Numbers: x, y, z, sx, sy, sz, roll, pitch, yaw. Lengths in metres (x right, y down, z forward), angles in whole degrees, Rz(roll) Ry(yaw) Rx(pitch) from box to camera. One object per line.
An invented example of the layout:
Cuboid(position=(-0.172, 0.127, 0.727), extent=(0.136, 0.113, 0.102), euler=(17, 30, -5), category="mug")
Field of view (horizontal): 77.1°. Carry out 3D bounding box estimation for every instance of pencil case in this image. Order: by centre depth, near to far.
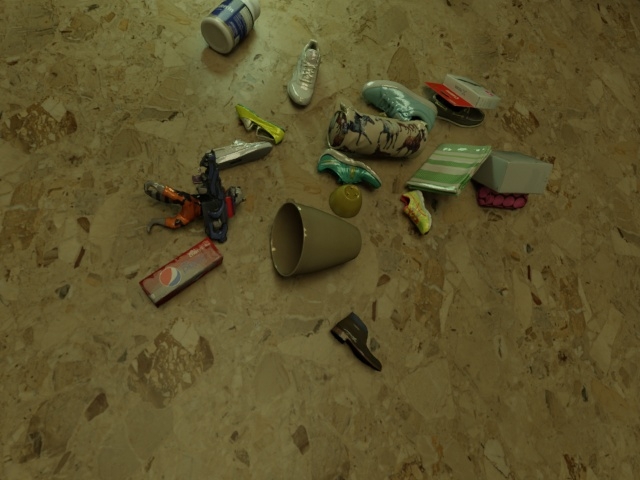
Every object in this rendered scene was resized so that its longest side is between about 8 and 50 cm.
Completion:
Cuboid(position=(0.243, -0.441, 1.659), extent=(0.411, 0.183, 0.159), euler=(1, 44, -22), category="pencil case")
Cuboid(position=(0.805, -0.195, 1.774), extent=(0.210, 0.098, 0.095), euler=(1, 70, -13), category="pencil case")

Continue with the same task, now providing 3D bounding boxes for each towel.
Cuboid(position=(0.540, -0.310, 1.697), extent=(0.248, 0.038, 0.325), euler=(17, 54, 41), category="towel")

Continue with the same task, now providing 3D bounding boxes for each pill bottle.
Cuboid(position=(-0.378, -0.944, 1.726), extent=(0.153, 0.153, 0.264), euler=(31, 64, -1), category="pill bottle")

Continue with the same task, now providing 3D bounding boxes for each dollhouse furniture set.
Cuboid(position=(-0.418, -0.212, 1.471), extent=(0.091, 0.081, 0.114), euler=(-9, 72, -18), category="dollhouse furniture set")

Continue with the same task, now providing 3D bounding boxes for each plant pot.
Cuboid(position=(0.000, 0.000, 1.430), extent=(0.274, 0.256, 0.256), euler=(3, 68, -31), category="plant pot")
Cuboid(position=(0.111, -0.168, 1.584), extent=(0.134, 0.095, 0.134), euler=(5, 69, -13), category="plant pot")

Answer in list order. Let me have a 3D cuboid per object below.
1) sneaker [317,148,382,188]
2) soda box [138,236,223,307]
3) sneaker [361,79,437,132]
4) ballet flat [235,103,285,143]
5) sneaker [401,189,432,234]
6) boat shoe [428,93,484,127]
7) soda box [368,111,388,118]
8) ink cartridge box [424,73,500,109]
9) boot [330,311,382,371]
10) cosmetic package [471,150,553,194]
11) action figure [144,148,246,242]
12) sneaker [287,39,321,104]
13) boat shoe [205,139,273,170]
Cuboid(position=(0.118, -0.270, 1.639), extent=(0.275, 0.107, 0.109), euler=(24, 81, 3), category="sneaker")
Cuboid(position=(-0.457, 0.104, 1.338), extent=(0.263, 0.083, 0.092), euler=(-37, 83, -24), category="soda box")
Cuboid(position=(0.351, -0.588, 1.789), extent=(0.366, 0.135, 0.150), euler=(18, 63, -6), category="sneaker")
Cuboid(position=(-0.255, -0.464, 1.620), extent=(0.231, 0.077, 0.077), euler=(29, 82, -4), category="ballet flat")
Cuboid(position=(0.386, -0.112, 1.648), extent=(0.094, 0.081, 0.208), euler=(-5, 59, -16), category="sneaker")
Cuboid(position=(0.646, -0.616, 1.899), extent=(0.305, 0.091, 0.109), euler=(10, 67, -11), category="boat shoe")
Cuboid(position=(0.207, -0.510, 1.762), extent=(0.182, 0.058, 0.061), euler=(-15, 74, -19), category="soda box")
Cuboid(position=(0.655, -0.700, 1.874), extent=(0.239, 0.060, 0.275), euler=(-2, 42, -24), category="ink cartridge box")
Cuboid(position=(0.150, 0.351, 1.402), extent=(0.219, 0.082, 0.106), euler=(42, 68, 6), category="boot")
Cuboid(position=(0.814, -0.299, 1.735), extent=(0.225, 0.138, 0.224), euler=(-2, 26, -15), category="cosmetic package")
Cuboid(position=(-0.424, -0.166, 1.377), extent=(0.331, 0.341, 0.178), euler=(-4, 32, -23), category="action figure")
Cuboid(position=(-0.067, -0.725, 1.723), extent=(0.114, 0.152, 0.304), euler=(12, 68, -12), category="sneaker")
Cuboid(position=(-0.312, -0.346, 1.544), extent=(0.258, 0.095, 0.084), euler=(-21, 80, -22), category="boat shoe")
